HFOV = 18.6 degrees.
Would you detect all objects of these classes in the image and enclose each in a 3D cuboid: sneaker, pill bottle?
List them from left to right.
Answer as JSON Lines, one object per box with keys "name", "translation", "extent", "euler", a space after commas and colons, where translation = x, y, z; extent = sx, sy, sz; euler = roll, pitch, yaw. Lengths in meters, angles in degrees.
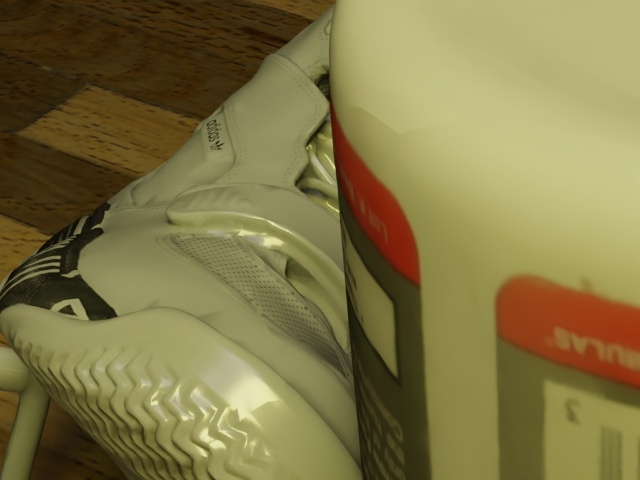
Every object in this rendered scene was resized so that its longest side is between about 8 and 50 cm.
{"name": "sneaker", "translation": [0.000, 0.000, 0.705], "extent": [0.210, 0.137, 0.366], "euler": [-41, 10, -5]}
{"name": "pill bottle", "translation": [0.117, 0.085, 0.515], "extent": [0.210, 0.363, 0.210], "euler": [-3, 35, 2]}

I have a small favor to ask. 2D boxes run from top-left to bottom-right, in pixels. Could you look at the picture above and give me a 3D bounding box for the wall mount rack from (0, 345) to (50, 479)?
{"name": "wall mount rack", "translation": [-0.213, 0.127, 0.647], "extent": [0.304, 0.130, 0.350], "euler": [3, 29, -27]}
